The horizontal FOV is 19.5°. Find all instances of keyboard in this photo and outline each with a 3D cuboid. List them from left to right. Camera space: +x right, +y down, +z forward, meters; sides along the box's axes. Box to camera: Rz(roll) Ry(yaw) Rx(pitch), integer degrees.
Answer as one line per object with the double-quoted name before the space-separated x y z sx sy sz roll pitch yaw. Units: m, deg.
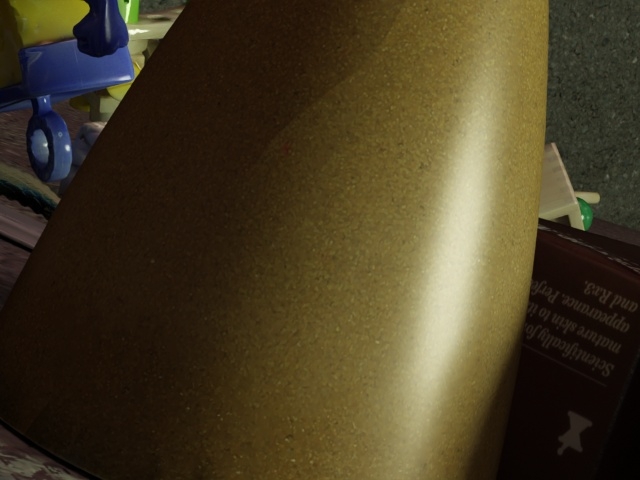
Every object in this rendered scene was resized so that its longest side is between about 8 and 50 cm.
"keyboard" -0.148 0.011 1.180 0.256 0.014 0.072 23 2 28

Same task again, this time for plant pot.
"plant pot" 0.003 -0.021 0.813 0.237 0.254 0.237 20 6 -2

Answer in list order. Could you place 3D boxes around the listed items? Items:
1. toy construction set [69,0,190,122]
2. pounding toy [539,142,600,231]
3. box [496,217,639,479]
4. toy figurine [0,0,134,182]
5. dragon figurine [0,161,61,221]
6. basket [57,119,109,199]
"toy construction set" -0.065 -0.098 1.371 0.215 0.151 0.328 -6 37 -36
"pounding toy" 0.178 -0.018 1.598 0.130 0.141 0.100 67 6 -51
"box" 0.224 0.089 1.077 0.381 0.143 0.191 12 10 -41
"toy figurine" -0.202 -0.126 0.990 0.191 0.217 0.362 -22 8 -34
"dragon figurine" -0.253 -0.036 0.914 0.289 0.144 0.085 39 -9 -38
"basket" -0.063 0.006 1.031 0.167 0.113 0.103 22 11 22
